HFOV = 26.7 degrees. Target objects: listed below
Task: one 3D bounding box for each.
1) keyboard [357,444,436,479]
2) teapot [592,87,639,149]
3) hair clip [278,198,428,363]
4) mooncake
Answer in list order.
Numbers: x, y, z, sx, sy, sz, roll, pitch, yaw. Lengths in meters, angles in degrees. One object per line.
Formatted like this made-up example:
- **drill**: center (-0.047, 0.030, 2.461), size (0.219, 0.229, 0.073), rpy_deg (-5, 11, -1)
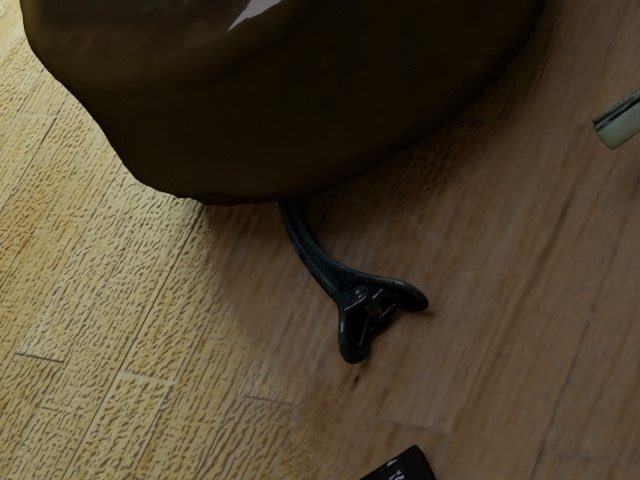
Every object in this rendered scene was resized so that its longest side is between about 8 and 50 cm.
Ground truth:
- **keyboard**: center (-0.013, 0.205, 0.850), size (0.204, 0.013, 0.061), rpy_deg (-34, 42, 8)
- **teapot**: center (0.269, -0.131, 0.843), size (0.232, 0.159, 0.159), rpy_deg (-35, 41, -12)
- **hair clip**: center (0.000, 0.000, 0.994), size (0.070, 0.039, 0.229), rpy_deg (-40, 41, 3)
- **mooncake**: center (-0.032, -0.218, 1.043), size (0.393, 0.246, 0.394), rpy_deg (-50, 41, -11)
